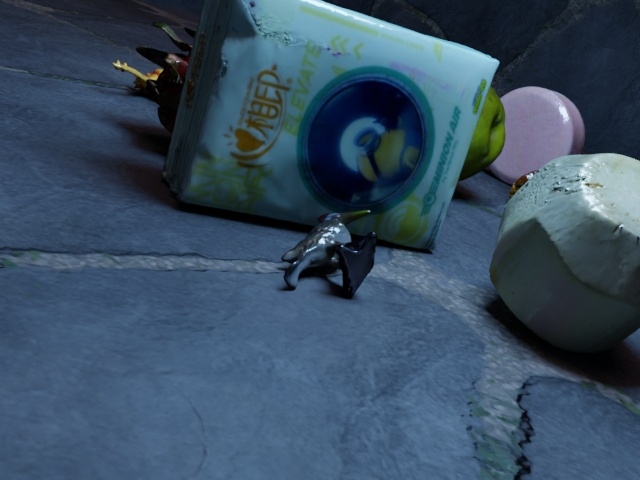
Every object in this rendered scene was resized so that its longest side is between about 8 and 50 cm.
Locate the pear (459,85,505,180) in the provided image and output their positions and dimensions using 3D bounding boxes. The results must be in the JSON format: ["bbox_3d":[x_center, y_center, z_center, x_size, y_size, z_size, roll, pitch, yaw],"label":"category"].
[{"bbox_3d":[0.207,-0.235,1.455,0.307,0.253,0.253,21,16,36],"label":"pear"}]

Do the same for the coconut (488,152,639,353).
[{"bbox_3d":[0.315,0.019,0.887,0.241,0.241,0.241,17,18,-6],"label":"coconut"}]

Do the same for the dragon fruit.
[{"bbox_3d":[-0.161,-0.219,1.126,0.274,0.193,0.192,19,47,3],"label":"dragon fruit"}]

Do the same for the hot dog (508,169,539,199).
[{"bbox_3d":[0.512,-0.084,1.547,0.227,0.099,0.160,15,18,-3],"label":"hot dog"}]

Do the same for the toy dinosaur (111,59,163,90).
[{"bbox_3d":[-0.297,-0.302,1.426,0.288,0.070,0.117,5,11,-46],"label":"toy dinosaur"}]

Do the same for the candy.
[{"bbox_3d":[0.502,-0.247,1.781,0.255,0.255,0.094,33,23,37],"label":"candy"}]

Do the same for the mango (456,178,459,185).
[{"bbox_3d":[0.139,-0.131,1.315,0.227,0.099,0.136,21,21,33],"label":"mango"}]

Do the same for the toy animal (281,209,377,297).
[{"bbox_3d":[0.009,0.002,0.850,0.105,0.070,0.202,-1,23,1],"label":"toy animal"}]

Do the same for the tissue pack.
[{"bbox_3d":[0.014,-0.164,0.986,0.388,0.287,0.162,10,14,-27],"label":"tissue pack"}]
